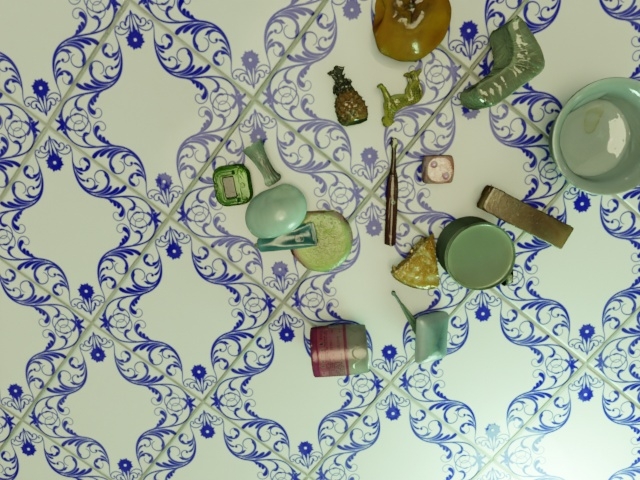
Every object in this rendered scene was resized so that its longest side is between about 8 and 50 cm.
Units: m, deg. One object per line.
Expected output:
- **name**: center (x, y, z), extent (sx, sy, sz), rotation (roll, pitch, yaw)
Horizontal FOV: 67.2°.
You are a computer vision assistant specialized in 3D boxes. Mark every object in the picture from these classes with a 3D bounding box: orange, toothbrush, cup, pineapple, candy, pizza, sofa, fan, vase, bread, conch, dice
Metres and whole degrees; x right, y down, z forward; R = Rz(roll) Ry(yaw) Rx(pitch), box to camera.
- **orange**: center (0.276, -0.668, 1.445), extent (0.248, 0.183, 0.249), rotation (1, 101, 3)
- **toothbrush**: center (0.242, -0.161, 1.619), extent (0.040, 0.041, 0.364), rotation (2, 101, 1)
- **cup**: center (0.869, -0.322, 1.509), extent (0.347, 0.163, 0.347), rotation (0, 102, 2)
- **pineapple**: center (0.083, -0.464, 1.537), extent (0.108, 0.108, 0.198), rotation (-18, 90, 5)
- **candy**: center (0.389, 0.340, 1.689), extent (0.138, 0.071, 0.174), rotation (-7, 103, -28)
- **pizza**: center (0.344, 0.067, 1.654), extent (0.188, 0.062, 0.199), rotation (20, 95, -15)
- **sofa**: center (0.522, -0.522, 1.456), extent (0.225, 0.210, 0.176), rotation (-36, 100, 9)
- **fan**: center (0.307, 0.258, 1.712), extent (0.038, 0.016, 0.193), rotation (-34, 99, 10)
- **vase**: center (-0.190, -0.253, 1.594), extent (0.081, 0.081, 0.149), rotation (-29, 102, 7)
- **bread**: center (0.000, 0.000, 1.660), extent (0.228, 0.033, 0.229), rotation (1, 102, 3)
- **conch**: center (-0.155, -0.101, 1.601), extent (0.221, 0.121, 0.185), rotation (-33, 57, 1)
- **dice**: center (0.382, -0.233, 1.574), extent (0.094, 0.093, 0.091), rotation (-2, 101, 3)

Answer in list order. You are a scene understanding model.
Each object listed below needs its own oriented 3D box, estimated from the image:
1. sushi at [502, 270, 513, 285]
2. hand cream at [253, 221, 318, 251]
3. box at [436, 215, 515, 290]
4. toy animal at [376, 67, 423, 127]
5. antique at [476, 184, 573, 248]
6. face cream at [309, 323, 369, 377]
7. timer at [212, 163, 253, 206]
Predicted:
- **sushi**: center (0.645, 0.114, 1.670), extent (0.046, 0.044, 0.083), rotation (-18, 103, -17)
- **hand cream**: center (-0.121, 0.000, 1.640), extent (0.224, 0.048, 0.083), rotation (-13, 93, 13)
- **box**: center (0.512, 0.041, 1.597), extent (0.226, 0.149, 0.226), rotation (0, 102, 1)
- **toy animal**: center (0.266, -0.462, 1.552), extent (0.181, 0.073, 0.136), rotation (-25, 108, -6)
- **antique**: center (0.669, -0.081, 1.596), extent (0.310, 0.093, 0.087), rotation (26, 101, -4)
- **face cream**: center (0.066, 0.378, 1.661), extent (0.194, 0.175, 0.175), rotation (-5, 101, 4)
- **timer**: center (-0.296, -0.186, 1.623), extent (0.128, 0.047, 0.140), rotation (-7, 101, 3)
